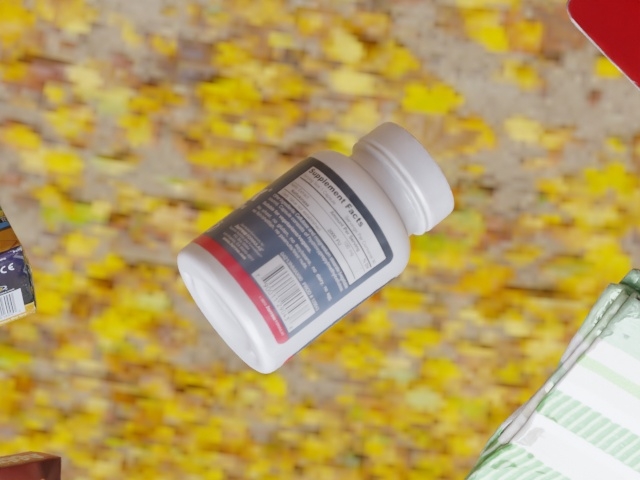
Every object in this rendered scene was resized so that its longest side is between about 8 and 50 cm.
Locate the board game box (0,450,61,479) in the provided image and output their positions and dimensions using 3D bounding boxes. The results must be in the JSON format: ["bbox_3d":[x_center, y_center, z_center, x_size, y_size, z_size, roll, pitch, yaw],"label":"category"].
[{"bbox_3d":[-0.194,0.258,1.021,0.027,0.281,0.145,4,-175,33],"label":"board game box"}]

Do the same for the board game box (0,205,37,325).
[{"bbox_3d":[-0.228,0.001,0.856,0.170,0.141,0.048,-22,141,-16],"label":"board game box"}]

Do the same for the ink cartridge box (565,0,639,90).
[{"bbox_3d":[0.331,-0.129,1.123,0.309,0.272,0.130,42,142,-5],"label":"ink cartridge box"}]

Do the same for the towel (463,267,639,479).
[{"bbox_3d":[0.253,0.174,1.448,0.248,0.038,0.325,32,139,1],"label":"towel"}]

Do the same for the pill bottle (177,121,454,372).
[{"bbox_3d":[0.000,0.000,1.382,0.108,0.180,0.108,48,164,18],"label":"pill bottle"}]
